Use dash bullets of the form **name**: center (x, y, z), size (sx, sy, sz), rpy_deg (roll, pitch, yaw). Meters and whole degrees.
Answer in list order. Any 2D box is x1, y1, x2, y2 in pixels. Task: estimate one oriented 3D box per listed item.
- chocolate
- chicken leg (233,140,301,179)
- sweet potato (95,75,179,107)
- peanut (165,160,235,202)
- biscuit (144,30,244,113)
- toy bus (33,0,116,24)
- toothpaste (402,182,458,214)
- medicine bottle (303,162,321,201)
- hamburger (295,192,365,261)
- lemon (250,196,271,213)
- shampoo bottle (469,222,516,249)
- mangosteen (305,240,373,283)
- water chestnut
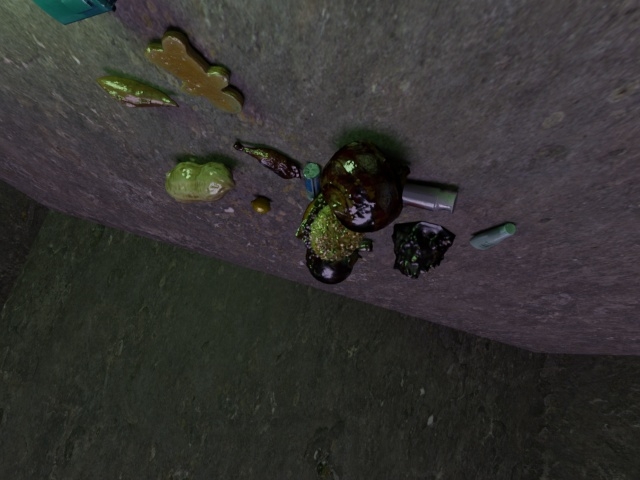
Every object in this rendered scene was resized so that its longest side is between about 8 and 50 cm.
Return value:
- **chocolate**: center (0.349, 0.056, 1.504), size (0.206, 0.177, 0.224), rpy_deg (26, 163, -33)
- **chicken leg**: center (-0.145, -0.230, 1.232), size (0.219, 0.048, 0.089), rpy_deg (24, 160, -28)
- **sweet potato**: center (-0.452, -0.361, 1.054), size (0.205, 0.068, 0.060), rpy_deg (11, -170, -4)
- **peanut**: center (-0.406, -0.202, 1.439), size (0.324, 0.140, 0.153), rpy_deg (0, 142, 41)
- **biscuit**: center (-0.263, -0.358, 0.933), size (0.153, 0.030, 0.234), rpy_deg (3, 160, 43)
- **toy bus**: center (-0.408, -0.427, 0.717), size (0.160, 0.092, 0.079), rpy_deg (7, 163, 31)
- **toothpaste**: center (0.212, -0.135, 1.185), size (0.322, 0.066, 0.100), rpy_deg (15, 170, 22)
- **medicine bottle**: center (-0.022, -0.173, 1.304), size (0.051, 0.051, 0.191), rpy_deg (15, 165, 5)
- **hamburger**: center (0.046, -0.049, 1.345), size (0.261, 0.243, 0.138), rpy_deg (28, -176, -46)
- **lemon**: center (-0.228, -0.135, 1.631), size (0.083, 0.062, 0.062), rpy_deg (21, 164, -16)
- **shampoo bottle**: center (0.538, -0.012, 1.321), size (0.069, 0.041, 0.191), rpy_deg (22, 164, -3)
- **mangosteen**: center (0.080, 0.064, 1.782), size (0.288, 0.232, 0.231), rpy_deg (-9, 166, -6)
- **water chestnut**: center (0.115, -0.140, 1.049), size (0.224, 0.238, 0.224), rpy_deg (56, 173, 10)
